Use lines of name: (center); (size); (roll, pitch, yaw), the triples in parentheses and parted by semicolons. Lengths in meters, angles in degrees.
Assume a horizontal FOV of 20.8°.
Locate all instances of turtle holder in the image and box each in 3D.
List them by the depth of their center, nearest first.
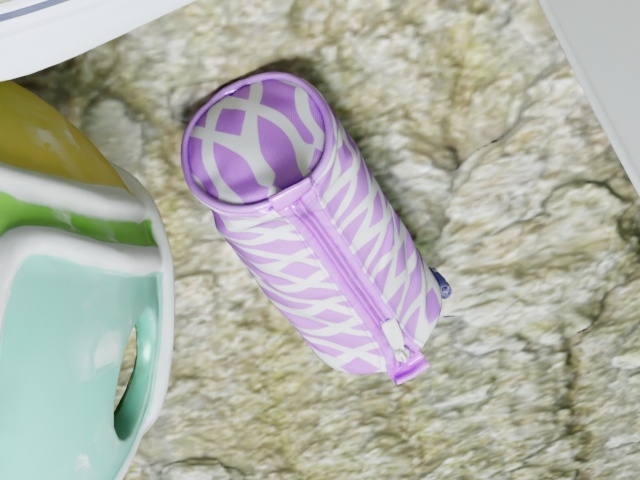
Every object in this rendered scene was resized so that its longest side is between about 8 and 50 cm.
turtle holder: (-0.191, 0.008, 0.733); (0.227, 0.320, 0.243); (-10, 180, -38)

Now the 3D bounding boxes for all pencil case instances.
pencil case: (0.000, 0.000, 0.903); (0.086, 0.088, 0.206); (-28, 143, 7)

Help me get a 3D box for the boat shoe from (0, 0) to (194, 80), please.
boat shoe: (-0.025, -0.153, 0.614); (0.302, 0.109, 0.094); (-32, 160, -19)

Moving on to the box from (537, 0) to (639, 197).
box: (0.311, -0.097, 0.830); (0.345, 0.168, 0.215); (-29, 155, 11)
